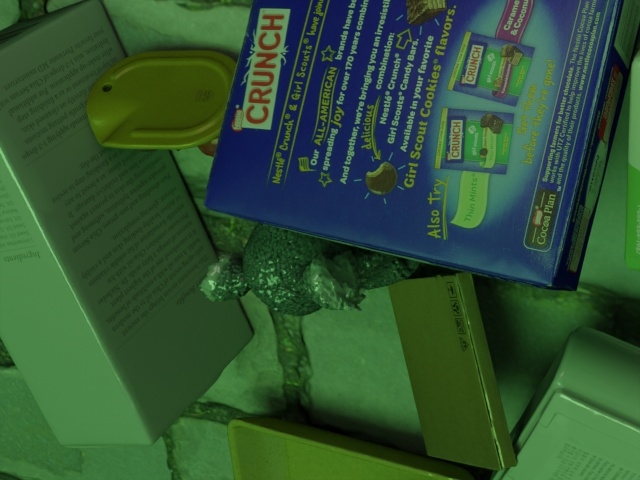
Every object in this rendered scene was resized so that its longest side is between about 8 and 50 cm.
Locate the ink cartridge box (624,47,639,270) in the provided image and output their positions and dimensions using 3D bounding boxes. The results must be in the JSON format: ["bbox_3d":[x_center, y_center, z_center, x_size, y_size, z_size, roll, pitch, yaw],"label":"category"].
[{"bbox_3d":[0.436,-0.062,0.957,0.353,0.119,0.207,10,125,26],"label":"ink cartridge box"}]

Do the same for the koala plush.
[{"bbox_3d":[0.000,0.000,1.195,0.196,0.221,0.203,4,121,29],"label":"koala plush"}]

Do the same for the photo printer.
[{"bbox_3d":[0.346,0.234,1.178,0.307,0.107,0.256,23,143,8],"label":"photo printer"}]

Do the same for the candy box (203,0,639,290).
[{"bbox_3d":[0.087,-0.118,1.020,0.317,0.122,0.268,14,89,23],"label":"candy box"}]

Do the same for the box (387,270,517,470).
[{"bbox_3d":[0.132,0.133,1.241,0.164,0.021,0.201,-11,93,68],"label":"box"}]

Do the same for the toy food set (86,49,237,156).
[{"bbox_3d":[-0.137,-0.133,1.264,0.218,0.128,0.071,3,150,18],"label":"toy food set"}]

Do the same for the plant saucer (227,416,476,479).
[{"bbox_3d":[0.059,0.367,1.494,0.332,0.081,0.333,11,124,25],"label":"plant saucer"}]

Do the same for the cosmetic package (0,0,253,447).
[{"bbox_3d":[-0.274,-0.013,1.350,0.161,0.230,0.453,-9,114,36],"label":"cosmetic package"}]
